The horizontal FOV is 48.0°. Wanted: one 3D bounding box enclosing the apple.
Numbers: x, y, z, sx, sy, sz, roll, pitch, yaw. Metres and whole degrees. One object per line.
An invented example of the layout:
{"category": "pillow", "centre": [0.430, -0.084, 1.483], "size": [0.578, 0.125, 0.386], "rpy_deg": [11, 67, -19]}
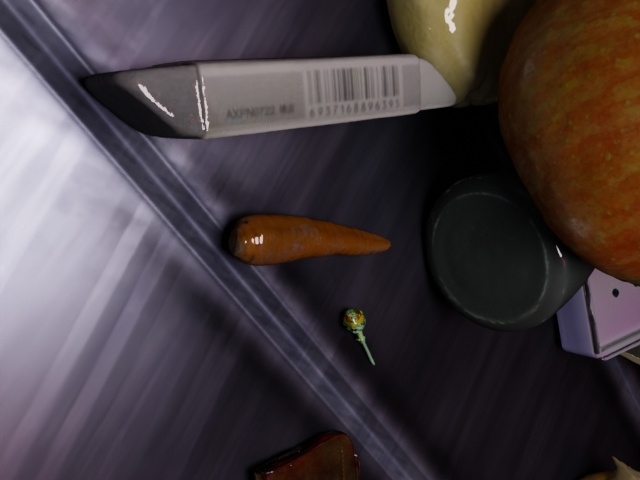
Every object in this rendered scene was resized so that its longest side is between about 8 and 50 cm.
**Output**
{"category": "apple", "centre": [0.316, -0.118, 0.651], "size": [0.309, 0.250, 0.277], "rpy_deg": [50, 41, -4]}

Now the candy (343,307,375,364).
{"category": "candy", "centre": [0.044, 0.103, 0.759], "size": [0.023, 0.025, 0.083], "rpy_deg": [-56, 138, -34]}

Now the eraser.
{"category": "eraser", "centre": [-0.023, -0.130, 0.626], "size": [0.352, 0.089, 0.061], "rpy_deg": [-14, 107, -37]}

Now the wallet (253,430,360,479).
{"category": "wallet", "centre": [-0.002, 0.327, 0.738], "size": [0.137, 0.031, 0.255], "rpy_deg": [-13, 103, -37]}

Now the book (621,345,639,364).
{"category": "book", "centre": [0.541, 0.095, 1.091], "size": [0.228, 0.160, 0.024], "rpy_deg": [-58, 166, -18]}

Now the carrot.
{"category": "carrot", "centre": [0.000, 0.000, 0.695], "size": [0.216, 0.048, 0.048], "rpy_deg": [1, 95, -45]}

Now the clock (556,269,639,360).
{"category": "clock", "centre": [0.418, 0.069, 0.998], "size": [0.194, 0.073, 0.144], "rpy_deg": [-16, 99, -27]}

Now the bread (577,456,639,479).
{"category": "bread", "centre": [0.390, 0.516, 1.011], "size": [0.236, 0.183, 0.388], "rpy_deg": [44, 74, -17]}

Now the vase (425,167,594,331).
{"category": "vase", "centre": [0.285, -0.025, 0.851], "size": [0.321, 0.173, 0.173], "rpy_deg": [-21, 109, -40]}

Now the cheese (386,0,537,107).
{"category": "cheese", "centre": [0.169, -0.251, 0.756], "size": [0.214, 0.117, 0.225], "rpy_deg": [-25, 115, -28]}
